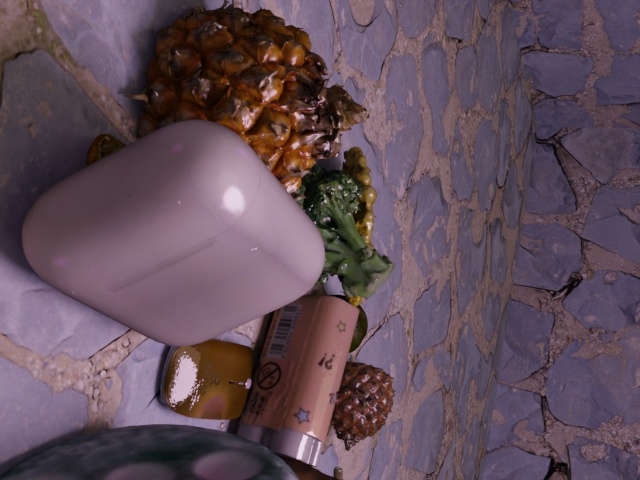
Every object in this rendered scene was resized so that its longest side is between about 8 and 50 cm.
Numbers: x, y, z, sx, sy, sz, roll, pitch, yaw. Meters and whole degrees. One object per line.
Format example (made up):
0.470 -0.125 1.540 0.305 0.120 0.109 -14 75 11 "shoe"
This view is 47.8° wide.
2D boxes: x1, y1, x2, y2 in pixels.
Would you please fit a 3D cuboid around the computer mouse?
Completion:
-0.169 0.225 1.173 0.245 0.056 0.126 32 66 -63 "computer mouse"

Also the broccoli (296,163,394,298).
0.000 0.000 1.249 0.270 0.270 0.270 -50 161 -24 "broccoli"

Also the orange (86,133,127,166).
-0.257 -0.093 0.914 0.062 0.086 0.086 -55 150 -1 "orange"

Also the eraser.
-0.048 0.242 1.293 0.087 0.171 0.290 46 53 -47 "eraser"

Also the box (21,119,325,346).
-0.165 0.007 0.903 0.349 0.288 0.141 48 21 -57 "box"

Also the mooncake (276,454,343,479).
-0.069 0.515 1.137 0.187 0.324 0.324 -29 120 -54 "mooncake"

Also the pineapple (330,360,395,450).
0.082 0.368 1.594 0.166 0.166 0.193 41 60 -59 "pineapple"

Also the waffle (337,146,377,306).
0.069 -0.032 1.470 0.312 0.060 0.307 -97 -170 -63 "waffle"

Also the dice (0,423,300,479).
-0.206 0.422 0.818 0.348 0.328 0.330 -18 110 -62 "dice"

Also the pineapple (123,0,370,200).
-0.096 -0.188 0.991 0.209 0.286 0.344 -6 99 -63 "pineapple"

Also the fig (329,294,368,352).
0.023 0.160 1.509 0.177 0.117 0.117 38 59 -41 "fig"

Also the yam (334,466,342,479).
0.041 0.590 1.695 0.021 0.021 0.116 -4 97 -64 "yam"
